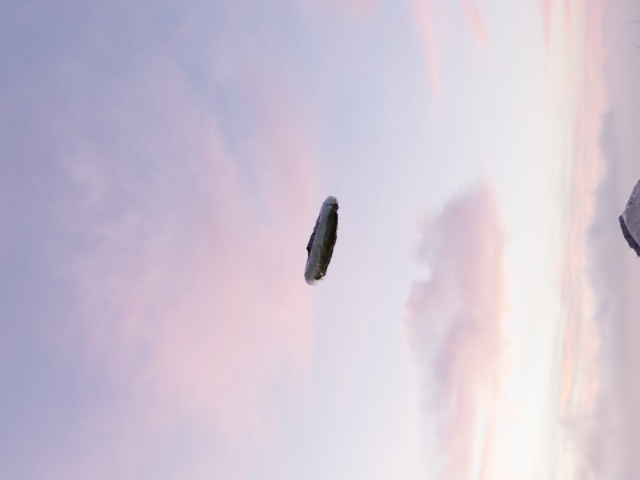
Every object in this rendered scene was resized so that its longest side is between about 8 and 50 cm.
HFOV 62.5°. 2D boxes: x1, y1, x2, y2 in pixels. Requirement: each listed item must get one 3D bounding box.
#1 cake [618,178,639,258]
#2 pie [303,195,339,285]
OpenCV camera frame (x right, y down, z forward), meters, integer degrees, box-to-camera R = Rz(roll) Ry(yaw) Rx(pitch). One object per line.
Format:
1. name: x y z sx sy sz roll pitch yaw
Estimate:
1. cake: 0.280 0.032 0.358 0.117 0.086 0.220 114 157 -77
2. pie: 0.000 0.000 0.477 0.084 0.021 0.084 -166 90 -83
